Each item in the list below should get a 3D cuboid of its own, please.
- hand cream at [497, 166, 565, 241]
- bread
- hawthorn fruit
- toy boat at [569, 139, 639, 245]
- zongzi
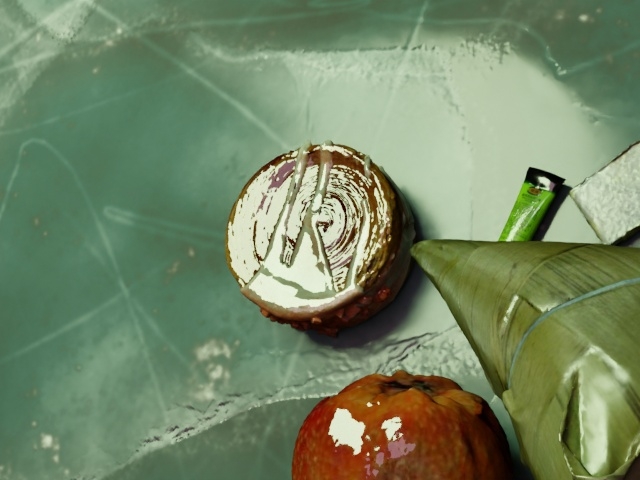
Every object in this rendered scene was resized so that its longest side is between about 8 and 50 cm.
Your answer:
[{"bbox_3d":[0.158,-0.002,1.115,0.036,0.023,0.122,22,84,39],"label":"hand cream"},{"bbox_3d":[0.000,0.000,1.157,0.160,0.073,0.160,-5,73,19],"label":"bread"},{"bbox_3d":[0.065,0.186,1.040,0.173,0.173,0.179,-27,93,15],"label":"hawthorn fruit"},{"bbox_3d":[0.259,-0.047,1.088,0.115,0.016,0.063,-35,65,12],"label":"toy boat"},{"bbox_3d":[0.258,0.053,1.002,0.323,0.160,0.360,-17,34,-10],"label":"zongzi"}]
